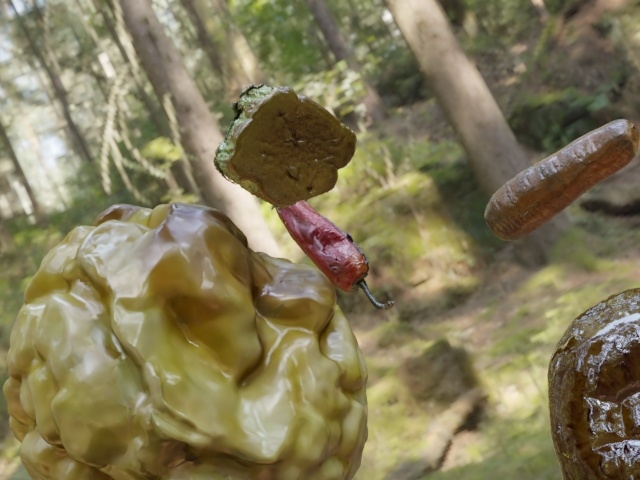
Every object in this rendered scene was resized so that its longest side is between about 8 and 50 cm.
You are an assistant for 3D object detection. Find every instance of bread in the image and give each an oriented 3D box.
[{"bbox_3d":[-0.041,-0.100,1.303,0.128,0.140,0.069,-63,27,-6],"label":"bread"}]

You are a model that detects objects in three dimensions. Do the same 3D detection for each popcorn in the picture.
[{"bbox_3d":[-0.085,0.129,0.835,0.265,0.332,0.225,-2,-24,-41],"label":"popcorn"}]

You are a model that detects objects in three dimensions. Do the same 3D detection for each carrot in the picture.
[{"bbox_3d":[0.250,-0.065,1.214,0.186,0.060,0.060,-38,-15,23],"label":"carrot"}]

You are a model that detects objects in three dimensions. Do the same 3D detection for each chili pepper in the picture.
[{"bbox_3d":[0.000,0.000,1.463,0.050,0.268,0.059,-18,-35,-37],"label":"chili pepper"}]

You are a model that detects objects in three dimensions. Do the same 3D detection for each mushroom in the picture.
[{"bbox_3d":[0.283,0.147,0.942,0.194,0.231,0.138,-23,-15,26],"label":"mushroom"}]
